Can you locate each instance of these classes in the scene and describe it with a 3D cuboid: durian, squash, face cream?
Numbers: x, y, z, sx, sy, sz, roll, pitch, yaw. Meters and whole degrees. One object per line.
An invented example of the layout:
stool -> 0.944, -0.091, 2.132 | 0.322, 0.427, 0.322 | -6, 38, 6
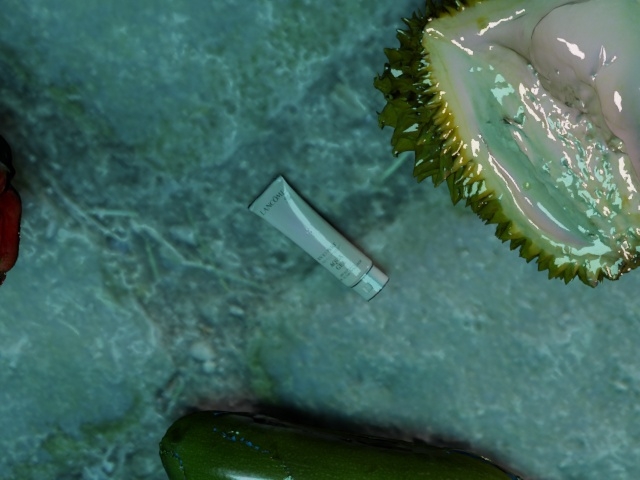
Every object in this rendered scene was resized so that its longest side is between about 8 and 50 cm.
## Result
durian -> 0.151, -0.078, 1.041 | 0.250, 0.183, 0.138 | 36, 154, -13
squash -> 0.036, 0.188, 1.227 | 0.331, 0.087, 0.087 | 10, 119, 3
face cream -> 0.000, 0.000, 1.168 | 0.115, 0.020, 0.038 | 41, 118, -9

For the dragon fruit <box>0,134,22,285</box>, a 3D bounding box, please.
dragon fruit -> -0.295, -0.015, 1.130 | 0.182, 0.189, 0.182 | -12, 113, -30
